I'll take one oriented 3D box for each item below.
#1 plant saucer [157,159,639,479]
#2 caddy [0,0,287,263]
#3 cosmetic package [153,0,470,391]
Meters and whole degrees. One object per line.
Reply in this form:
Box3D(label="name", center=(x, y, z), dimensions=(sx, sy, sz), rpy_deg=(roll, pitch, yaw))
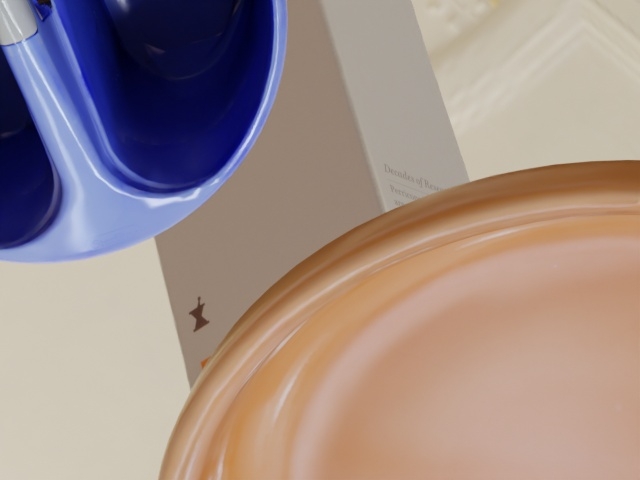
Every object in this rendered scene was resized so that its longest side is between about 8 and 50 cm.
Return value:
Box3D(label="plant saucer", center=(0.064, 0.064, 0.435), dimensions=(0.200, 0.200, 0.037), rpy_deg=(-22, -151, 20))
Box3D(label="caddy", center=(-0.154, -0.157, 0.925), dimensions=(0.241, 0.341, 0.179), rpy_deg=(-19, -159, 3))
Box3D(label="cosmetic package", center=(0.000, 0.000, 1.612), dimensions=(0.230, 0.161, 0.453), rpy_deg=(-32, -121, 28))
